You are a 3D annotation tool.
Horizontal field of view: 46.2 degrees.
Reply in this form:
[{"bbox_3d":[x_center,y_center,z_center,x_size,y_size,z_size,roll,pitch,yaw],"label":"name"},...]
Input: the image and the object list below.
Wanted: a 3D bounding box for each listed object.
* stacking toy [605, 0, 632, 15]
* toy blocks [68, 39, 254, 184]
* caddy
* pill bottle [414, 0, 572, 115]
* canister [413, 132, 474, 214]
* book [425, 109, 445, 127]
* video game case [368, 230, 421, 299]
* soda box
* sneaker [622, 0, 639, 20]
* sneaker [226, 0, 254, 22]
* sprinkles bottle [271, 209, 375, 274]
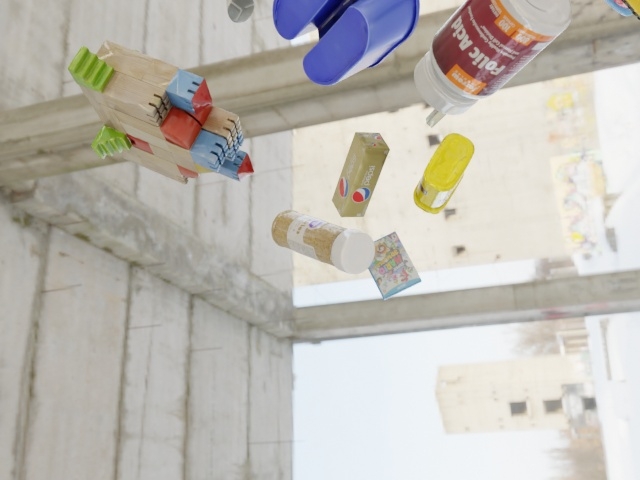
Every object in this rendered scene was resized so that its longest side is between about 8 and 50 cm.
[{"bbox_3d":[0.837,-0.647,1.860,0.166,0.175,0.302,30,-165,-19],"label":"stacking toy"},{"bbox_3d":[-0.263,-0.205,1.374,0.381,0.261,0.190,84,-150,-70],"label":"toy blocks"},{"bbox_3d":[0.057,-0.467,1.503,0.179,0.341,0.241,-35,-86,-27],"label":"caddy"},{"bbox_3d":[0.420,-0.502,1.905,0.224,0.392,0.223,13,-121,-23],"label":"pill bottle"},{"bbox_3d":[0.242,-0.131,1.479,0.126,0.073,0.170,-58,-7,-9],"label":"canister"},{"bbox_3d":[0.376,-0.407,2.261,0.035,0.144,0.096,40,-161,-9],"label":"book"},{"bbox_3d":[0.196,0.070,2.120,0.166,0.119,0.015,64,180,20],"label":"video game case"},{"bbox_3d":[0.082,-0.135,1.556,0.061,0.058,0.181,-116,33,-41],"label":"soda box"},{"bbox_3d":[0.362,-0.359,0.892,0.225,0.093,0.088,24,-145,-41],"label":"sneaker"},{"bbox_3d":[-0.160,-0.490,1.445,0.152,0.054,0.061,90,167,-54],"label":"sneaker"},{"bbox_3d":[0.000,0.000,2.146,0.121,0.355,0.121,-11,-72,-35],"label":"sprinkles bottle"}]
